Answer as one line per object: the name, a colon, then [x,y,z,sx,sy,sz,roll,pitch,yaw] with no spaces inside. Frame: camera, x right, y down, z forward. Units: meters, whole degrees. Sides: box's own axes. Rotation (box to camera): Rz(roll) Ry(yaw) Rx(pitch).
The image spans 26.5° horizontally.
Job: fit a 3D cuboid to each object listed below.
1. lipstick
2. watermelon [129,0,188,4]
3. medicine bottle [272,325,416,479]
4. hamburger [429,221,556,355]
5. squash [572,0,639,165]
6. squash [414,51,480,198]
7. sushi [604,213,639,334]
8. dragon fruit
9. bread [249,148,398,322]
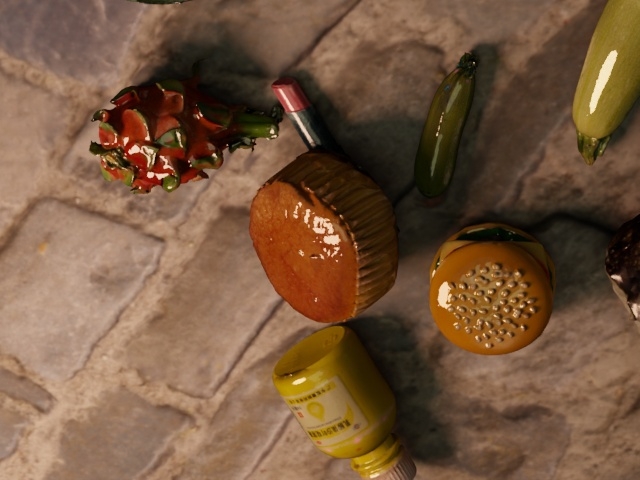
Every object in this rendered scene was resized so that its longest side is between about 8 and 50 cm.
lipstick: [0.013,-0.095,1.632,0.053,0.053,0.234,-29,100,19]
watermelon: [-0.200,-0.340,1.557,0.187,0.071,0.139,9,96,-7]
medicine bottle: [0.041,0.224,1.713,0.121,0.122,0.212,-27,105,19]
hamburger: [0.206,0.059,1.620,0.162,0.115,0.162,3,112,7]
squash: [0.337,-0.182,1.524,0.094,0.094,0.224,19,121,1]
squash: [0.147,-0.132,1.587,0.052,0.052,0.183,17,115,2]
sushi: [0.477,0.096,1.533,0.207,0.234,0.348,-35,107,19]
dragon fruit: [-0.157,-0.137,1.604,0.235,0.135,0.137,-22,109,-5]
bread: [0.001,0.000,1.595,0.199,0.104,0.199,28,137,31]
